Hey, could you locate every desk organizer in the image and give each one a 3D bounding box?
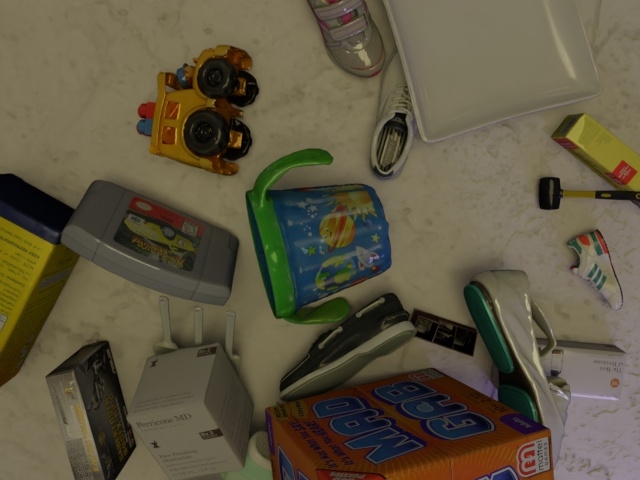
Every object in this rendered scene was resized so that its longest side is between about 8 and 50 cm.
[{"bbox_3d":[0.237,0.178,1.292,0.130,0.050,0.047,19,97,-2],"label":"desk organizer"}]

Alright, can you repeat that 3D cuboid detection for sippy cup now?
[{"bbox_3d":[0.000,0.000,1.193,0.223,0.305,0.240,-14,69,-9],"label":"sippy cup"}]

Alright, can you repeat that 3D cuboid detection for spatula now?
[{"bbox_3d":[-0.229,0.183,1.234,0.168,0.019,0.242,13,142,2],"label":"spatula"}]

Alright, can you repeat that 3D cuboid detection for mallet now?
[{"bbox_3d":[0.494,-0.075,1.227,0.189,0.039,0.063,12,105,28],"label":"mallet"}]

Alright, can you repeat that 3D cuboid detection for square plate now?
[{"bbox_3d":[0.291,-0.376,1.188,0.346,0.049,0.344,-16,90,-7],"label":"square plate"}]

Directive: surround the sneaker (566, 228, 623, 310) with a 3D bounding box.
[{"bbox_3d":[0.521,0.062,1.281,0.075,0.057,0.162,-18,99,19],"label":"sneaker"}]

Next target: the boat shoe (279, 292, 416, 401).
[{"bbox_3d":[0.040,0.208,1.278,0.302,0.114,0.091,-31,60,13],"label":"boat shoe"}]

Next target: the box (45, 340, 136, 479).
[{"bbox_3d":[-0.420,0.323,1.247,0.056,0.183,0.231,-13,97,2],"label":"box"}]

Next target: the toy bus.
[{"bbox_3d":[-0.233,-0.240,1.204,0.211,0.149,0.221,11,96,15],"label":"toy bus"}]

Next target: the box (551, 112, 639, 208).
[{"bbox_3d":[0.541,-0.141,1.232,0.232,0.087,0.058,37,96,-6],"label":"box"}]

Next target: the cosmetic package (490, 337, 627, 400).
[{"bbox_3d":[0.458,0.245,1.297,0.238,0.060,0.099,5,99,0],"label":"cosmetic package"}]

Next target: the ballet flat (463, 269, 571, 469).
[{"bbox_3d":[0.379,0.237,1.211,0.139,0.139,0.401,-18,94,2],"label":"ballet flat"}]

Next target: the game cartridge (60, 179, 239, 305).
[{"bbox_3d":[-0.287,0.006,1.174,0.294,0.196,0.060,23,122,-15],"label":"game cartridge"}]

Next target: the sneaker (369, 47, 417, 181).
[{"bbox_3d":[0.148,-0.233,1.216,0.094,0.091,0.258,9,96,-1],"label":"sneaker"}]

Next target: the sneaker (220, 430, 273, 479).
[{"bbox_3d":[-0.075,0.475,1.326,0.255,0.094,0.151,37,123,-20],"label":"sneaker"}]

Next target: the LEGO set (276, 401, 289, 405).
[{"bbox_3d":[-0.061,0.341,1.309,0.083,0.023,0.054,30,113,-36],"label":"LEGO set"}]

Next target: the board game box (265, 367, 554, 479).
[{"bbox_3d":[0.141,0.464,1.130,0.356,0.356,0.357,-9,98,-19],"label":"board game box"}]

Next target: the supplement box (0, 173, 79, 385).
[{"bbox_3d":[-0.593,0.081,1.209,0.194,0.195,0.357,30,96,-4],"label":"supplement box"}]

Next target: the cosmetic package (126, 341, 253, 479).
[{"bbox_3d":[-0.228,0.311,1.220,0.151,0.152,0.184,-14,124,13],"label":"cosmetic package"}]

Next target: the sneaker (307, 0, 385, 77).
[{"bbox_3d":[0.032,-0.402,1.184,0.102,0.111,0.252,-33,97,4],"label":"sneaker"}]
